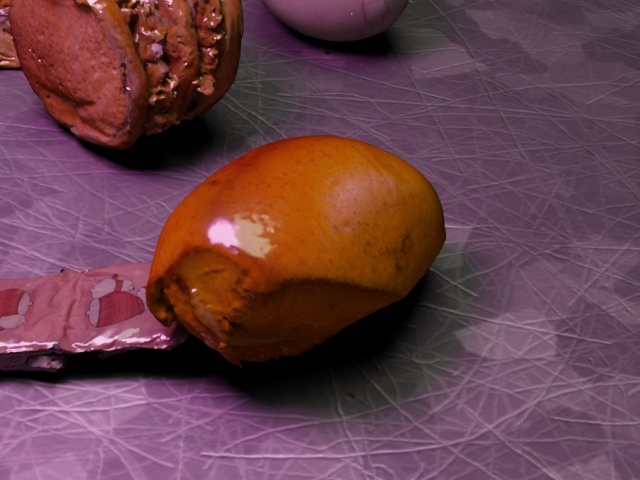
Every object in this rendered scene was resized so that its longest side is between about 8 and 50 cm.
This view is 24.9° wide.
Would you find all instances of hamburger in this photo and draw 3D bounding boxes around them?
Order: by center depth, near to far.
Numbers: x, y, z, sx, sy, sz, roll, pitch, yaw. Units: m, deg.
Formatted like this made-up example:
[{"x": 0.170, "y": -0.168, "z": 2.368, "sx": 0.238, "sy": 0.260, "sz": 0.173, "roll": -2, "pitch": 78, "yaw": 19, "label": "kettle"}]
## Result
[{"x": -0.208, "y": -0.234, "z": 1.644, "sx": 0.211, "sy": 0.260, "sz": 0.245, "roll": -23, "pitch": 64, "yaw": -37, "label": "hamburger"}]

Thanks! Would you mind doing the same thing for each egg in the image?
[{"x": 0.008, "y": -0.356, "z": 1.873, "sx": 0.186, "sy": 0.186, "sz": 0.253, "roll": -26, "pitch": 48, "yaw": -34, "label": "egg"}]

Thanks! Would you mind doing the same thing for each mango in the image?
[{"x": 0.000, "y": 0.000, "z": 1.398, "sx": 0.201, "sy": 0.199, "sz": 0.350, "roll": 16, "pitch": 29, "yaw": 38, "label": "mango"}]

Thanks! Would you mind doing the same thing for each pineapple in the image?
[{"x": -0.371, "y": -0.257, "z": 1.790, "sx": 0.116, "sy": 0.137, "sz": 0.069, "roll": 37, "pitch": 31, "yaw": -27, "label": "pineapple"}]

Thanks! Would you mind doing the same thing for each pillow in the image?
[{"x": -0.248, "y": 0.076, "z": 1.399, "sx": 0.248, "sy": 0.049, "sz": 0.135, "roll": -4, "pitch": 37, "yaw": -5, "label": "pillow"}]
